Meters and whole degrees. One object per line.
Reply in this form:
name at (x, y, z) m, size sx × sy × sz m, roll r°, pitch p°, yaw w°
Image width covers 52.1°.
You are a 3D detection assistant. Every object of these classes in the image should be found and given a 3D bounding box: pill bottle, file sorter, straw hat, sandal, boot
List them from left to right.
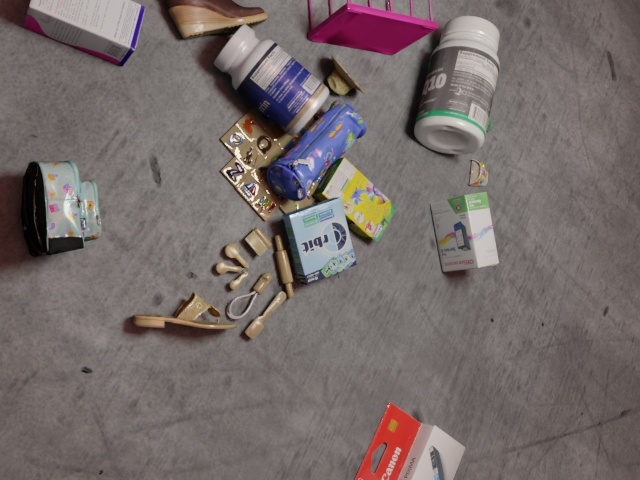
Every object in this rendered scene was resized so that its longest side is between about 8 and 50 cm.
sandal at (-0.300, 0.156, 1.484) m, size 0.240 × 0.088 × 0.079 m, roll 5°, pitch 88°, yaw -25°
boot at (-0.261, -0.612, 1.599) m, size 0.248 × 0.090 × 0.207 m, roll -18°, pitch 96°, yaw -28°
pill bottle at (-0.122, -0.396, 1.612) m, size 0.264 × 0.153 × 0.153 m, roll 39°, pitch 66°, yaw -10°
straw hat at (0.055, -0.431, 1.780) m, size 0.061 × 0.144 × 0.144 m, roll -41°, pitch 109°, yaw 14°
file sorter at (0.134, -0.644, 1.777) m, size 0.290 × 0.202 × 0.182 m, roll 0°, pitch 83°, yaw -31°
pill bottle at (0.407, -0.453, 1.915) m, size 0.204 × 0.204 × 0.361 m, roll 23°, pitch 72°, yaw -27°

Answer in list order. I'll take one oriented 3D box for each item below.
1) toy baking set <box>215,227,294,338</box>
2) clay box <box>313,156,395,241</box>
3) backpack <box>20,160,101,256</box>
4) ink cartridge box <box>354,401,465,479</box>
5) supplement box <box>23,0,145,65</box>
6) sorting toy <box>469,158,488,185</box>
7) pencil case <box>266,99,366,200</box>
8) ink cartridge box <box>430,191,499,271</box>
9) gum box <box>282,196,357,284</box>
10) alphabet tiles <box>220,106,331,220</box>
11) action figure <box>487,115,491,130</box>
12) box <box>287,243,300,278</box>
toy baking set at (-0.156, 0.101, 1.615) m, size 0.197 × 0.030 × 0.256 m, roll -17°, pitch 93°, yaw -28°
clay box at (0.097, -0.105, 1.770) m, size 0.222 × 0.053 × 0.127 m, roll 41°, pitch 66°, yaw -26°
backpack at (-0.529, -0.071, 1.329) m, size 0.144 × 0.166 × 0.188 m, roll -14°, pitch 95°, yaw -34°
ink cartridge box at (0.234, 0.629, 1.760) m, size 0.261 × 0.066 × 0.296 m, roll 38°, pitch 66°, yaw -23°
supplement box at (-0.512, -0.485, 1.422) m, size 0.220 × 0.111 × 0.114 m, roll 16°, pitch 76°, yaw -29°
sorting toy at (0.501, -0.205, 2.042) m, size 0.075 × 0.045 × 0.083 m, roll 20°, pitch 74°, yaw -48°
pencil case at (-0.007, -0.232, 1.670) m, size 0.119 × 0.133 × 0.306 m, roll 38°, pitch 63°, yaw 6°
ink cartridge box at (0.416, -0.022, 1.895) m, size 0.093 × 0.154 × 0.212 m, roll -11°, pitch 90°, yaw -31°
gum box at (0.000, 0.000, 1.661) m, size 0.157 × 0.041 × 0.184 m, roll -21°, pitch 103°, yaw -28°
alphabet tiles at (-0.093, -0.225, 1.701) m, size 0.285 × 0.011 × 0.342 m, roll 49°, pitch 63°, yaw -16°
action figure at (0.499, -0.473, 2.056) m, size 0.137 × 0.063 × 0.232 m, roll 11°, pitch 79°, yaw -34°
box at (-0.014, 0.039, 1.705) m, size 0.137 × 0.027 × 0.094 m, roll -14°, pitch 91°, yaw -31°
